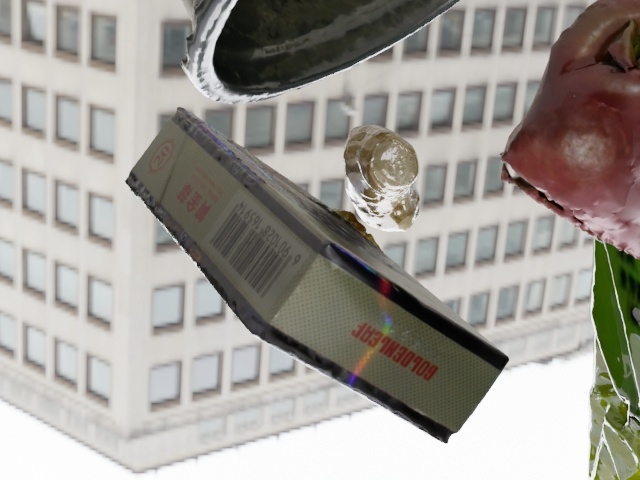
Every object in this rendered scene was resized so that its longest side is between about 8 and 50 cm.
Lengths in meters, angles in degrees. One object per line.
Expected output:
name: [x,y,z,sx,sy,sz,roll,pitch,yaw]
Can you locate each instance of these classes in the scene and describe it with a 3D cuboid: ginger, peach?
ginger: [0.064,-0.065,1.250,0.095,0.069,0.190,28,162,19]
peach: [0.165,-0.042,0.592,0.092,0.127,0.172,32,170,36]

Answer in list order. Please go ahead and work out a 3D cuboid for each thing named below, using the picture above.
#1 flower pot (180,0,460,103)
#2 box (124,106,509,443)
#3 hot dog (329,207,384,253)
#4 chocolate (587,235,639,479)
flower pot: [0.004,-0.128,0.357,0.157,0.107,0.157,-31,171,-5]
box: [-0.014,0.017,0.953,0.198,0.084,0.310,33,-175,-33]
hot dog: [0.001,-0.001,1.226,0.168,0.078,0.061,12,157,-26]
chocolate: [0.290,0.136,0.725,0.137,0.289,0.301,-19,-143,-15]
